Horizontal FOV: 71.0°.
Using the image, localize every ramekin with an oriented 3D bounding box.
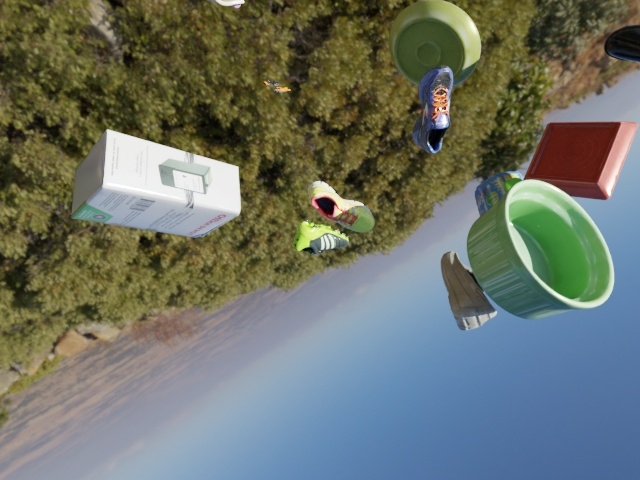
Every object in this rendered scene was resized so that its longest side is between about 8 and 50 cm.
[{"bbox_3d":[0.481,0.029,1.009,0.304,0.303,0.148,-29,170,-35],"label":"ramekin"}]

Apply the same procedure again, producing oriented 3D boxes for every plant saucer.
[{"bbox_3d":[0.761,-0.257,1.345,0.048,0.259,0.258,34,78,-41],"label":"plant saucer"},{"bbox_3d":[0.282,-0.484,1.146,0.037,0.241,0.241,-59,-174,-31],"label":"plant saucer"}]

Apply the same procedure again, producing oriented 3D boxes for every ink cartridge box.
[{"bbox_3d":[-0.350,-0.105,0.971,0.289,0.121,0.211,11,158,-42],"label":"ink cartridge box"}]

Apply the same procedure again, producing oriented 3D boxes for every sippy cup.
[{"bbox_3d":[0.638,-0.103,1.512,0.240,0.223,0.305,-5,154,-24],"label":"sippy cup"}]

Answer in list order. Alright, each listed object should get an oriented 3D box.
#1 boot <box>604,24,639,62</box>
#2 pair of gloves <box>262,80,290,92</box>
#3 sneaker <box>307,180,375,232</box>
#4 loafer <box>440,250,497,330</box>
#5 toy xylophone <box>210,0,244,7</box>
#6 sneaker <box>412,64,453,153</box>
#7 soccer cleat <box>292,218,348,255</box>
[{"bbox_3d":[0.878,-0.490,1.172,0.207,0.247,0.094,-46,147,-44],"label":"boot"},{"bbox_3d":[-0.156,-0.547,1.598,0.074,0.083,0.010,-24,146,-44],"label":"pair of gloves"},{"bbox_3d":[0.052,-0.074,1.204,0.081,0.209,0.094,-58,-171,25],"label":"sneaker"},{"bbox_3d":[0.406,0.126,1.246,0.112,0.112,0.319,-20,-153,15],"label":"loafer"},{"bbox_3d":[-0.297,-0.693,1.014,0.081,0.236,0.322,-41,151,-20],"label":"toy xylophone"},{"bbox_3d":[0.279,-0.304,1.064,0.083,0.087,0.221,-12,135,-8],"label":"sneaker"},{"bbox_3d":[0.000,0.000,0.994,0.179,0.060,0.072,12,110,-56],"label":"soccer cleat"}]
